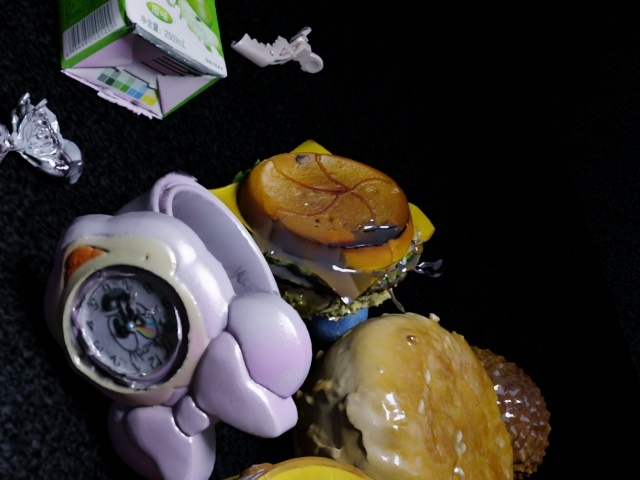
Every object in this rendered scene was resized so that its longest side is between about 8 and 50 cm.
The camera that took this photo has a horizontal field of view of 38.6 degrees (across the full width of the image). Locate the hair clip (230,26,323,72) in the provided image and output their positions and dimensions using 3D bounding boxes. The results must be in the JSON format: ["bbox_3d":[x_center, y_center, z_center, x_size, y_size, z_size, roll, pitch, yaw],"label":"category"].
[{"bbox_3d":[-0.059,-0.269,1.321,0.072,0.034,0.226,65,29,-3],"label":"hair clip"}]

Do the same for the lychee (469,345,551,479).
[{"bbox_3d":[0.216,0.244,1.247,0.238,0.200,0.200,45,34,-45],"label":"lychee"}]

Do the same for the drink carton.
[{"bbox_3d":[-0.199,-0.284,1.011,0.161,0.108,0.271,23,50,-52],"label":"drink carton"}]

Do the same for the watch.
[{"bbox_3d":[-0.109,0.062,0.833,0.248,0.211,0.217,55,20,-2],"label":"watch"}]

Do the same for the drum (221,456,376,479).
[{"bbox_3d":[-0.044,0.380,0.660,0.431,0.214,0.431,39,38,-39],"label":"drum"}]

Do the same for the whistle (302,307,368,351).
[{"bbox_3d":[0.028,0.097,1.137,0.158,0.090,0.090,38,39,-41],"label":"whistle"}]

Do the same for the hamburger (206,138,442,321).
[{"bbox_3d":[0.000,0.000,1.027,0.262,0.138,0.243,33,38,23],"label":"hamburger"}]

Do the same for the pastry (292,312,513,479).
[{"bbox_3d":[0.086,0.232,1.026,0.316,0.184,0.284,43,42,-38],"label":"pastry"}]

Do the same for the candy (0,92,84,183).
[{"bbox_3d":[-0.286,-0.080,0.766,0.226,0.051,0.094,-9,80,-62],"label":"candy"}]
